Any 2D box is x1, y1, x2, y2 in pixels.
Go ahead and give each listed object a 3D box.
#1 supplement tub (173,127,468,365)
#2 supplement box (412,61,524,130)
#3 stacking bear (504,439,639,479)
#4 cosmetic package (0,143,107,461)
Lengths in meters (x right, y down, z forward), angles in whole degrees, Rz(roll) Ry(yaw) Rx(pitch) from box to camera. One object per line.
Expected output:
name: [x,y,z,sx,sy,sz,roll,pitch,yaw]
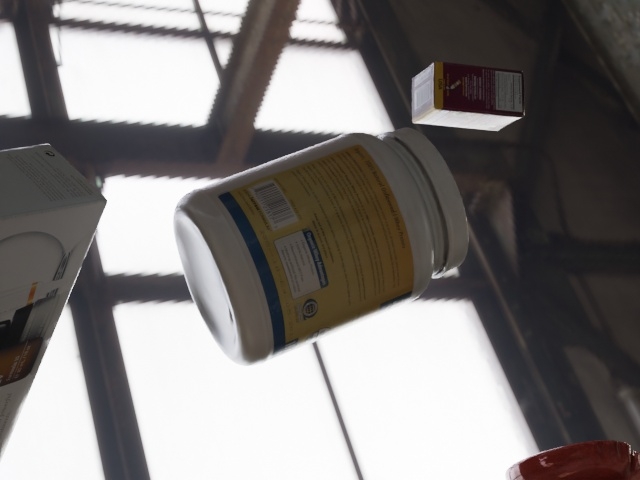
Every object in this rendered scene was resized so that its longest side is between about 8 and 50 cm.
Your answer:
supplement tub: [0.000,0.000,1.062,0.199,0.144,0.144,-21,-38,-18]
supplement box: [0.126,-0.123,1.159,0.083,0.043,0.055,4,-11,-18]
stacking bear: [0.268,0.355,1.289,0.164,0.289,0.175,-22,-28,40]
cosmetic package: [-0.366,0.108,1.135,0.284,0.097,0.377,-12,-44,-50]
